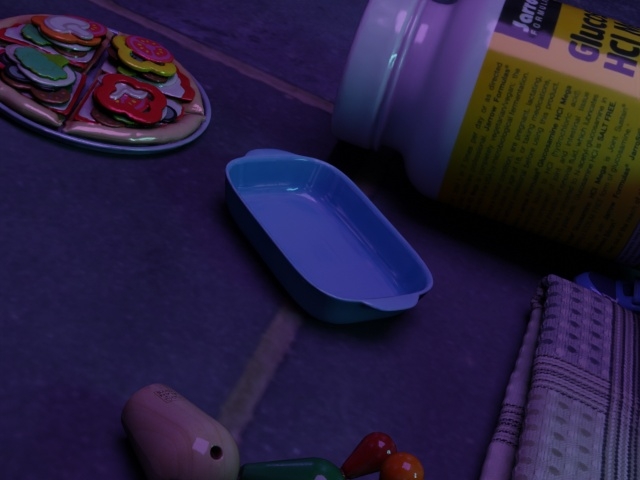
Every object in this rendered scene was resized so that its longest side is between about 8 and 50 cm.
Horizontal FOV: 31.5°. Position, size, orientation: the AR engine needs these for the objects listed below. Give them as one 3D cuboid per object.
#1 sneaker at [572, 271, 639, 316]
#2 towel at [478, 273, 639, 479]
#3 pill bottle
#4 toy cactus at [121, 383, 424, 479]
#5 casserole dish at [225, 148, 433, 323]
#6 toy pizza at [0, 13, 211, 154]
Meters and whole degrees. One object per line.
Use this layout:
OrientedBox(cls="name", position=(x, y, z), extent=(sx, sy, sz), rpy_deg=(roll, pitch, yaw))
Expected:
OrientedBox(cls="sneaker", position=(0.270, 0.053, 0.900), extent=(0.144, 0.059, 0.053), rpy_deg=(24, 34, 2))
OrientedBox(cls="towel", position=(0.258, 0.175, 0.735), extent=(0.312, 0.056, 0.324), rpy_deg=(28, 30, 2))
OrientedBox(cls="pill bottle", position=(0.188, -0.100, 0.937), extent=(0.334, 0.187, 0.188), rpy_deg=(19, 31, 5))
OrientedBox(cls="toy cactus", position=(-0.045, 0.128, 0.563), extent=(0.219, 0.112, 0.180), rpy_deg=(-16, 38, -34))
OrientedBox(cls="casserole dish", position=(0.000, 0.000, 0.827), extent=(0.114, 0.037, 0.188), rpy_deg=(-5, 41, -37))
OrientedBox(cls="toy pizza", position=(-0.182, -0.136, 0.914), extent=(0.201, 0.032, 0.201), rpy_deg=(17, 33, -11))
